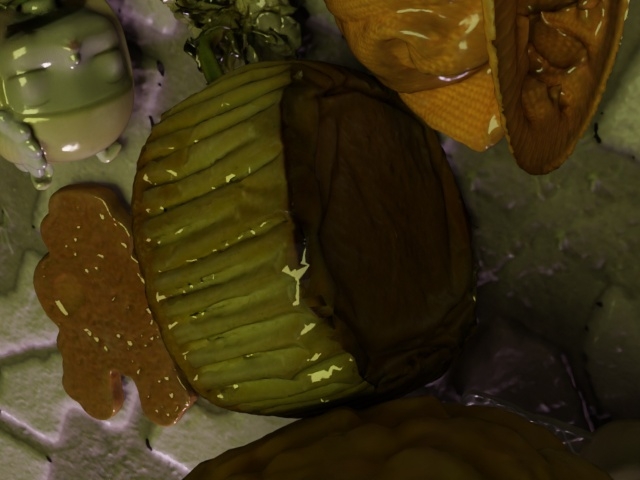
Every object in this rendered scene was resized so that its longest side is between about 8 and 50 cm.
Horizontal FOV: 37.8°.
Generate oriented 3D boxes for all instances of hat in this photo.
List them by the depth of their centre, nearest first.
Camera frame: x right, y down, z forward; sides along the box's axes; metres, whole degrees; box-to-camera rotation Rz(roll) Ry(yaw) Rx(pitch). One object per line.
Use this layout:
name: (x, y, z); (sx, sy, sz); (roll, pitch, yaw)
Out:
hat: (0.045, -0.174, 0.562); (0.233, 0.244, 0.233); (17, 111, 30)

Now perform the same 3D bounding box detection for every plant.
plant: (-0.073, -0.144, 0.663); (0.116, 0.122, 0.104); (24, 132, 3)

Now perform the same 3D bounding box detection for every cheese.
cheese: (0.226, 0.174, 0.720); (0.251, 0.054, 0.127); (19, 116, 14)

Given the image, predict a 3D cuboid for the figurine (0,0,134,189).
figurine: (-0.217, -0.225, 0.674); (0.274, 0.226, 0.394); (34, 139, 41)

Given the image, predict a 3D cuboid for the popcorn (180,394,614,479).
popcorn: (0.038, 0.248, 0.492); (0.390, 0.354, 0.344); (22, 77, 28)

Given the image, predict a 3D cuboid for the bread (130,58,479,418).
bread: (0.000, 0.000, 0.617); (0.142, 0.253, 0.227); (-21, 76, 26)

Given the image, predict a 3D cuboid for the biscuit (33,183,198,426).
biscuit: (-0.192, 0.061, 0.849); (0.144, 0.040, 0.236); (-2, 111, 15)
